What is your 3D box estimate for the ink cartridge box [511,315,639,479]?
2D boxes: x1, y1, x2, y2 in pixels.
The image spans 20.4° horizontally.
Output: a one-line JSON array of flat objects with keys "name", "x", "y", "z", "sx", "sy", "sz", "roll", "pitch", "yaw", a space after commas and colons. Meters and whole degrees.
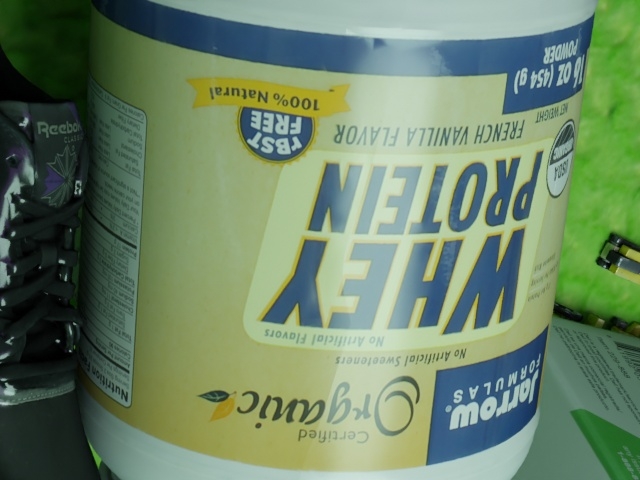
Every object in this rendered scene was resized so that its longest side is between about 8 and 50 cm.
[{"name": "ink cartridge box", "x": 0.246, "y": 0.176, "z": 1.159, "sx": 0.289, "sy": 0.211, "sz": 0.122, "roll": 15, "pitch": 120, "yaw": -32}]

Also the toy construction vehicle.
[{"name": "toy construction vehicle", "x": 0.204, "y": 0.047, "z": 1.202, "sx": 0.098, "sy": 0.035, "sz": 0.086, "roll": 25, "pitch": 96, "yaw": -34}]

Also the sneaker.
[{"name": "sneaker", "x": -0.149, "y": -0.001, "z": 0.765, "sx": 0.124, "sy": 0.107, "sz": 0.283, "roll": -29, "pitch": 85, "yaw": 24}]

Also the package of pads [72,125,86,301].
[{"name": "package of pads", "x": -0.003, "y": -0.093, "z": 0.994, "sx": 0.229, "sy": 0.101, "sz": 0.297, "roll": 6, "pitch": 107, "yaw": -30}]

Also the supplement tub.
[{"name": "supplement tub", "x": 0.000, "y": 0.000, "z": 0.838, "sx": 0.228, "sy": 0.228, "sz": 0.316, "roll": -5, "pitch": 112, "yaw": -27}]
